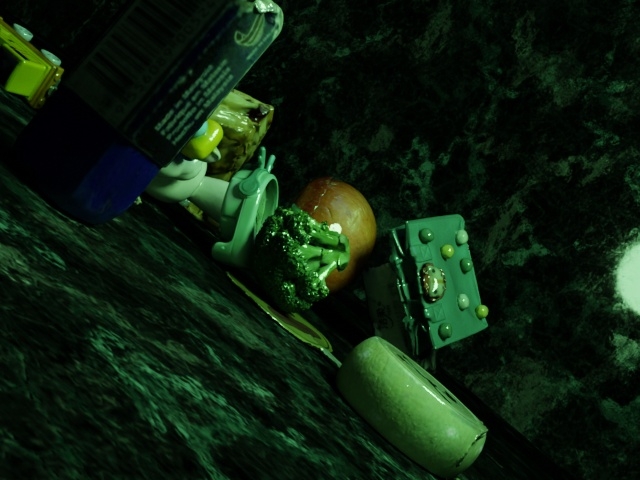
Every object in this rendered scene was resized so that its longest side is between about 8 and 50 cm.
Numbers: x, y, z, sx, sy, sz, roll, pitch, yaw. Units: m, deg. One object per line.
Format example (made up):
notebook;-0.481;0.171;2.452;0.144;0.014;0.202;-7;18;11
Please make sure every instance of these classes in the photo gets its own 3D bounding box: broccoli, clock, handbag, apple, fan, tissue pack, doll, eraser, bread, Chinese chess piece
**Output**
broccoli;-0.037;0.029;1.530;0.195;0.156;0.195;168;-90;-72
clock;-0.120;-0.055;1.587;0.066;0.210;0.159;13;-5;11
handbag;0.251;0.082;1.906;0.274;0.100;0.268;-7;86;-60
apple;0.000;0.000;1.989;0.206;0.251;0.272;40;24;-7
fan;-0.038;0.141;1.506;0.335;0.011;0.229;40;3;27
tissue pack;0.185;0.185;2.035;0.332;0.123;0.244;38;38;-73
doll;-0.286;-0.192;1.601;0.376;0.187;0.365;16;-19;-1
eraser;-0.195;-0.177;1.050;0.155;0.332;0.101;40;1;32
bread;-0.255;-0.205;1.869;0.278;0.167;0.324;15;-16;-15
Chinese chess piece;0.130;0.235;1.301;0.238;0.092;0.238;40;1;-1

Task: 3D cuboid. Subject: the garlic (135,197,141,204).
garlic;-0.282;-0.160;1.374;0.127;0.194;0.131;29;12;-15

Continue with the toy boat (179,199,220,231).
toy boat;-0.239;-0.061;1.910;0.149;0.047;0.049;35;0;15

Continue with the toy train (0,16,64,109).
toy train;-0.535;-0.313;1.594;0.219;0.089;0.127;41;12;15
